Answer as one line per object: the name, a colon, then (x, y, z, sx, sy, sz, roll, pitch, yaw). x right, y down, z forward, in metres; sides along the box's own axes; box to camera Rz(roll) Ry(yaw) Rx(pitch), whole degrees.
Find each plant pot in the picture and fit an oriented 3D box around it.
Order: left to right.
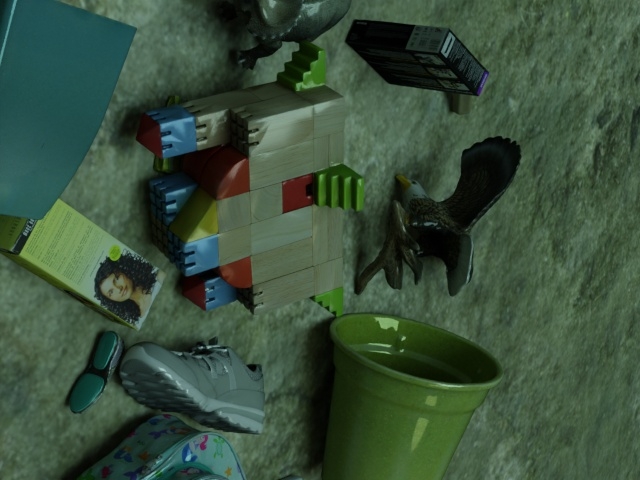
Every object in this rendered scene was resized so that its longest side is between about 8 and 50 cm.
plant pot: (-0.340, -0.151, 1.292, 0.165, 0.166, 0.234, 11, 99, -50)
plant pot: (0.117, 0.281, 1.872, 0.276, 0.276, 0.253, -2, 111, -49)

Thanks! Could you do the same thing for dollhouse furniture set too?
dollhouse furniture set: (0.216, -0.272, 2.019, 0.114, 0.091, 0.081, 87, -5, -50)

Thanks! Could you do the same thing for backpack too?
backpack: (-0.202, 0.361, 1.561, 0.253, 0.191, 0.225, -46, 130, -39)

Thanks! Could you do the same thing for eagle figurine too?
eagle figurine: (0.210, -0.035, 1.937, 0.298, 0.226, 0.225, -17, 91, -41)

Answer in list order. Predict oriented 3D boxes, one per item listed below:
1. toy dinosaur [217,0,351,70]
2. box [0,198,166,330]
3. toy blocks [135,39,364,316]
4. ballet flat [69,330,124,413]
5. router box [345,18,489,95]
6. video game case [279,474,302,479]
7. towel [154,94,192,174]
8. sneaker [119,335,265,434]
toy dinosaur: (-0.028, -0.305, 1.599, 0.314, 0.160, 0.120, -15, 95, -46)
box: (-0.292, 0.023, 1.461, 0.232, 0.058, 0.087, 39, 70, -46)
toy blocks: (-0.104, -0.045, 1.574, 0.261, 0.191, 0.381, -18, 124, -28)
ballet flat: (-0.280, 0.172, 1.528, 0.041, 0.041, 0.114, 39, 70, -47)
router box: (0.145, -0.275, 1.803, 0.133, 0.179, 0.046, 36, 74, -48)
video game case: (-0.107, 0.474, 1.813, 0.212, 0.023, 0.193, -11, 107, -48)
towel: (-0.128, -0.126, 1.644, 0.237, 0.021, 0.102, 10, 92, -50)
sneaker: (-0.171, 0.180, 1.630, 0.281, 0.105, 0.115, 39, 55, -54)
